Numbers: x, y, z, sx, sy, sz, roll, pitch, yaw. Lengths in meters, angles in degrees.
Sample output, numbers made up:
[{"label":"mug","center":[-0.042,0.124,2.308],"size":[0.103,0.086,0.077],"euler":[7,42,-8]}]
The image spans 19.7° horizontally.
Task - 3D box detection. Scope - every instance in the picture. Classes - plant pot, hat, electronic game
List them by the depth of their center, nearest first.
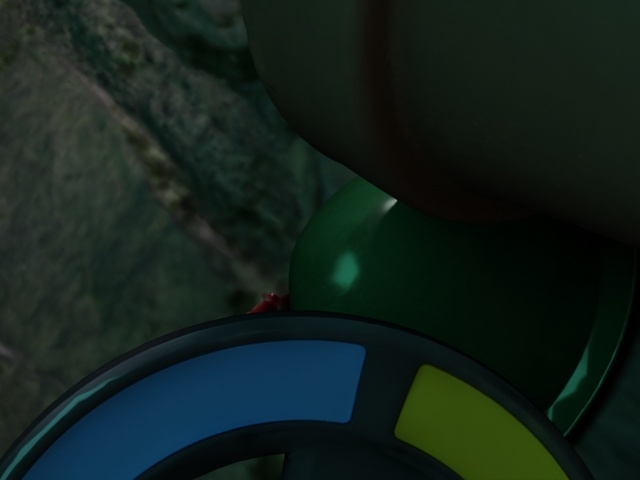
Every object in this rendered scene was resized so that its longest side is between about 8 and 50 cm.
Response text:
[{"label":"plant pot","center":[0.142,-0.083,0.573],"size":[0.229,0.263,0.263],"euler":[38,95,33]},{"label":"electronic game","center":[-0.009,0.136,0.590],"size":[0.229,0.229,0.048],"euler":[-57,11,2]},{"label":"hat","center":[0.000,0.000,0.687],"size":[0.173,0.183,0.208],"euler":[-40,42,24]}]
